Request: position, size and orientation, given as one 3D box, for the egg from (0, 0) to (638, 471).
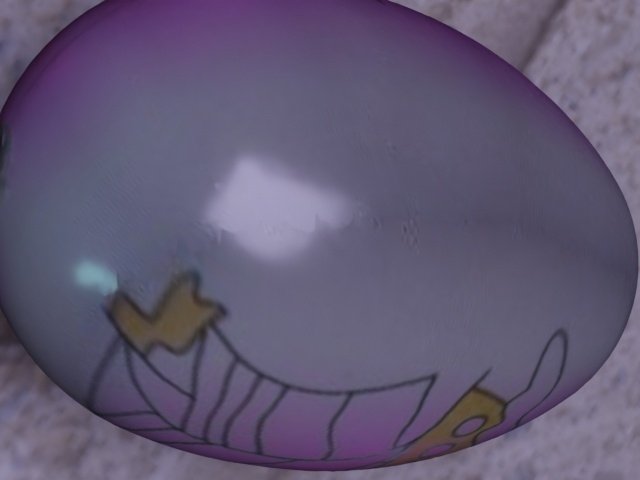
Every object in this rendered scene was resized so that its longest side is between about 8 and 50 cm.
[{"bbox_3d":[0.000,0.000,0.695,0.271,0.196,0.196,27,81,-29],"label":"egg"}]
